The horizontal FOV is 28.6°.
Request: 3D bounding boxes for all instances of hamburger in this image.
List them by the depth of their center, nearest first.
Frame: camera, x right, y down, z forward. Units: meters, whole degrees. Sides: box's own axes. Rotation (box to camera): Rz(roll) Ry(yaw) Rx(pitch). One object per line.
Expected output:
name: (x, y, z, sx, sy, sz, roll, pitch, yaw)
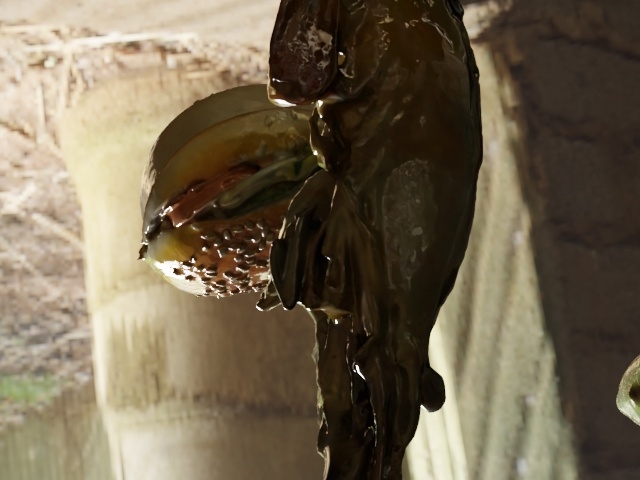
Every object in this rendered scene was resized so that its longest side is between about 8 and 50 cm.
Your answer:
hamburger: (-0.060, -0.035, 1.114, 0.237, 0.147, 0.237, -20, 150, -12)

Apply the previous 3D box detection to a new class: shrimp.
shrimp: (0.001, 0.006, 0.454, 0.117, 0.262, 0.066, 31, 149, -32)

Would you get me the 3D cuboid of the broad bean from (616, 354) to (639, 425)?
broad bean: (0.271, 0.094, 0.815, 0.153, 0.072, 0.206, 0, 173, 20)
